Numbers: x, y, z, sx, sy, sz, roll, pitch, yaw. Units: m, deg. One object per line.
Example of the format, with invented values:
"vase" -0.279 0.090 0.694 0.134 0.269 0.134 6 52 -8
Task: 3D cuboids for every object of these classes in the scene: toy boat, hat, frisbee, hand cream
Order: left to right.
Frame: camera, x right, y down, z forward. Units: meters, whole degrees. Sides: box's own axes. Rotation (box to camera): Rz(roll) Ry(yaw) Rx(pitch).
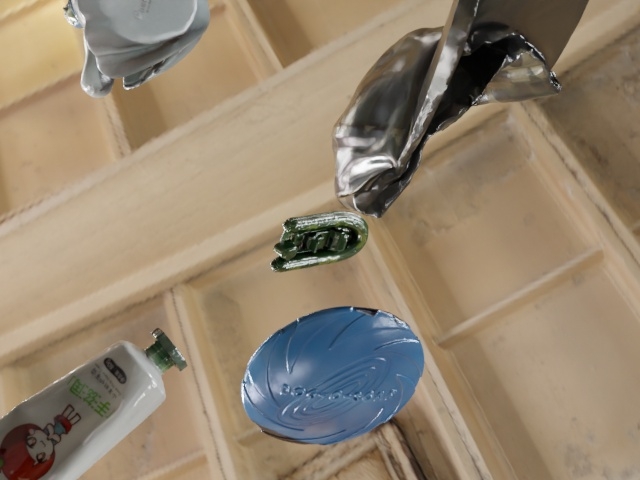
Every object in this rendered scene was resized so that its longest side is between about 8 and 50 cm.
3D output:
"hand cream" -0.283 0.209 0.975 0.336 0.076 0.121 -37 -118 -16
"toy boat" 0.000 0.000 1.592 0.052 0.210 0.104 35 -61 37
"frisbee" 0.020 0.184 1.227 0.242 0.242 0.045 -27 -142 6
"hat" 0.144 -0.230 1.124 0.257 0.382 0.366 25 -138 35

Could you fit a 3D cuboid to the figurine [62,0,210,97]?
"figurine" -0.100 -0.117 0.489 0.086 0.082 0.095 19 -86 51
